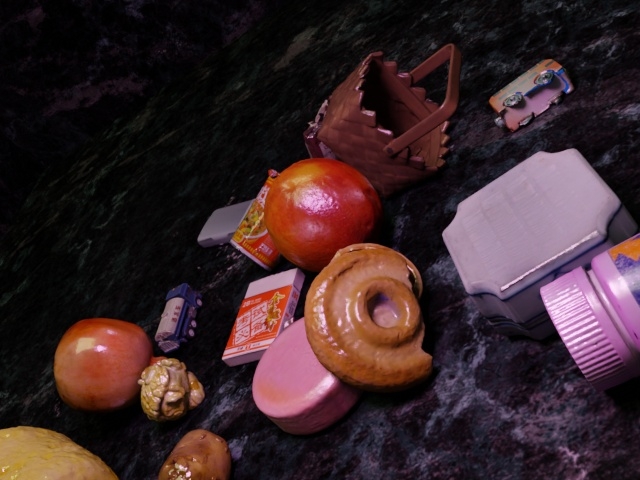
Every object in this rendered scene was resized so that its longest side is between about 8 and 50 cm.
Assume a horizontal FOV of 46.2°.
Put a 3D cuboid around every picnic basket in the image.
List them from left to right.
[{"bbox_3d":[0.189,-0.287,1.704,0.321,0.291,0.254,-34,28,38],"label":"picnic basket"}]

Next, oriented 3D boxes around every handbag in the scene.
[{"bbox_3d":[0.030,-0.230,1.892,0.127,0.235,0.213,5,46,24],"label":"handbag"}]

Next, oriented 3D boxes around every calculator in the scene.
[{"bbox_3d":[-0.260,-0.048,2.159,0.246,0.045,0.141,-11,42,42],"label":"calculator"}]

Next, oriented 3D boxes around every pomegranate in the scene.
[{"bbox_3d":[-0.502,0.303,1.813,0.252,0.271,0.228,111,157,-70],"label":"pomegranate"}]

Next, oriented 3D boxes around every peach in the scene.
[{"bbox_3d":[0.010,-0.049,1.662,0.281,0.280,0.238,-24,1,28],"label":"peach"}]

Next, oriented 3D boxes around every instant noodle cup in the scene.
[{"bbox_3d":[-0.116,-0.042,1.869,0.212,0.193,0.193,-52,31,-2],"label":"instant noodle cup"}]

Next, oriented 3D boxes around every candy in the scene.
[{"bbox_3d":[-0.018,0.248,1.450,0.255,0.094,0.255,-29,33,21],"label":"candy"}]

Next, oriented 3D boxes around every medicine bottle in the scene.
[{"bbox_3d":[0.472,0.072,1.029,0.291,0.178,0.178,-30,32,18],"label":"medicine bottle"}]

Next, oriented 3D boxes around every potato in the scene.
[{"bbox_3d":[-0.238,0.443,1.434,0.137,0.137,0.176,-25,13,27],"label":"potato"}]

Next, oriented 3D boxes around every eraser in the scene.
[{"bbox_3d":[-0.129,0.175,1.728,0.157,0.038,0.230,-19,37,34],"label":"eraser"}]

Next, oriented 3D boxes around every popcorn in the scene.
[{"bbox_3d":[-0.346,0.337,1.680,0.162,0.141,0.135,23,59,15],"label":"popcorn"}]

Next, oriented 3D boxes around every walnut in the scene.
[{"bbox_3d":[0.111,0.101,1.477,0.167,0.087,0.211,-39,58,-8],"label":"walnut"}]

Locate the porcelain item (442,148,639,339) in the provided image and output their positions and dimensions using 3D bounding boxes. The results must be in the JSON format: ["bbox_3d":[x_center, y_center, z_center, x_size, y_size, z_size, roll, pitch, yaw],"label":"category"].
[{"bbox_3d":[0.369,0.005,1.254,0.281,0.157,0.285,-36,32,14],"label":"porcelain item"}]

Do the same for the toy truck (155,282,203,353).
[{"bbox_3d":[-0.368,0.201,1.923,0.074,0.088,0.201,-27,33,27],"label":"toy truck"}]

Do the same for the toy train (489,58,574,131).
[{"bbox_3d":[0.458,-0.319,1.651,0.188,0.072,0.099,-35,31,12],"label":"toy train"}]

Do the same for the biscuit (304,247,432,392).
[{"bbox_3d":[0.079,0.142,1.338,0.213,0.091,0.274,-10,66,-13],"label":"biscuit"}]

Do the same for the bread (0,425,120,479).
[{"bbox_3d":[-0.542,0.544,1.435,0.308,0.348,0.348,0,50,45],"label":"bread"}]
